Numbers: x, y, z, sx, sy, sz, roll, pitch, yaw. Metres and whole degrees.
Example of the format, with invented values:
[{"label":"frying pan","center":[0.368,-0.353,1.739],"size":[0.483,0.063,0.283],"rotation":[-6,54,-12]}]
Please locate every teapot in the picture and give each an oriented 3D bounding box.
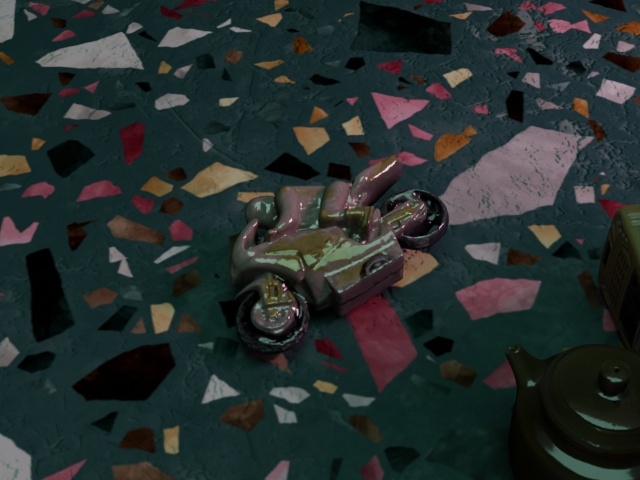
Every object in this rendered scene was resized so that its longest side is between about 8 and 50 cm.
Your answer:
[{"label":"teapot","center":[0.314,0.200,1.011],"size":[0.267,0.175,0.185],"rotation":[28,55,26]}]

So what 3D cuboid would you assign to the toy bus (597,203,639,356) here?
[{"label":"toy bus","center":[0.551,0.043,1.164],"size":[0.365,0.177,0.202],"rotation":[-6,49,0]}]

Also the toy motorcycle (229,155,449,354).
[{"label":"toy motorcycle","center":[0.000,0.000,1.264],"size":[0.340,0.108,0.223],"rotation":[-32,58,-18]}]
